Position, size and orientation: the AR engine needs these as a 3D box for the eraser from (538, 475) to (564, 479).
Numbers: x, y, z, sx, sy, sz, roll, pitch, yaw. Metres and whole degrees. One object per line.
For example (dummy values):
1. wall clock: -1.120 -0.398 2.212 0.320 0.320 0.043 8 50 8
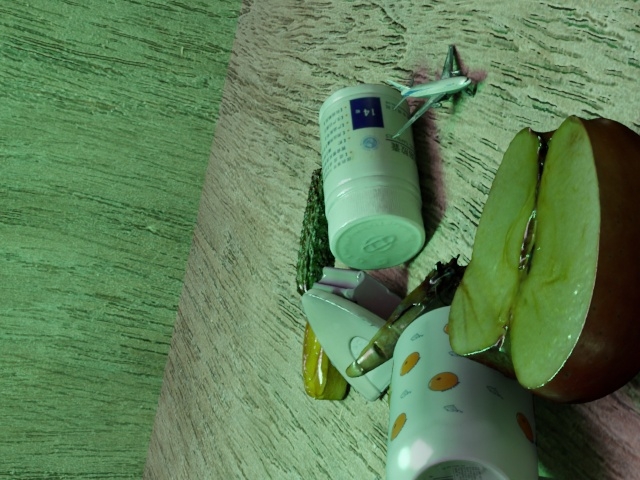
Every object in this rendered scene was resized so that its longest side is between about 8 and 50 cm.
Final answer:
1. eraser: 0.282 0.492 1.518 0.189 0.104 0.290 -95 24 -54

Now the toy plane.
1. toy plane: 0.214 -0.285 2.045 0.226 0.058 0.226 10 64 52

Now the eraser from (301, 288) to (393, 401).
1. eraser: 0.065 0.179 2.116 0.059 0.243 0.204 -39 -11 -40

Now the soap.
1. soap: 0.074 0.111 2.198 0.065 0.122 0.203 -57 19 -11

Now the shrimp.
1. shrimp: 0.160 0.136 1.865 0.289 0.075 0.178 -49 -4 5

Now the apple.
1. apple: 0.304 0.021 1.408 0.329 0.295 0.365 9 84 32

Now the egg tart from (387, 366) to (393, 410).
1. egg tart: 0.185 0.264 1.855 0.297 0.132 0.297 -177 90 -72

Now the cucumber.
1. cucumber: 0.000 0.000 2.393 0.096 0.096 0.359 128 157 -53

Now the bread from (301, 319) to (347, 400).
1. bread: 0.019 0.224 2.351 0.102 0.094 0.245 -12 68 64

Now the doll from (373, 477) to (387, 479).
1. doll: 0.142 0.488 1.960 0.227 0.057 0.114 -150 67 -66

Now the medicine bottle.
1. medicine bottle: 0.098 -0.125 2.142 0.190 0.190 0.332 126 147 -51

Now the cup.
1. cup: 0.197 0.262 1.539 0.317 0.212 0.212 -74 4 -61
